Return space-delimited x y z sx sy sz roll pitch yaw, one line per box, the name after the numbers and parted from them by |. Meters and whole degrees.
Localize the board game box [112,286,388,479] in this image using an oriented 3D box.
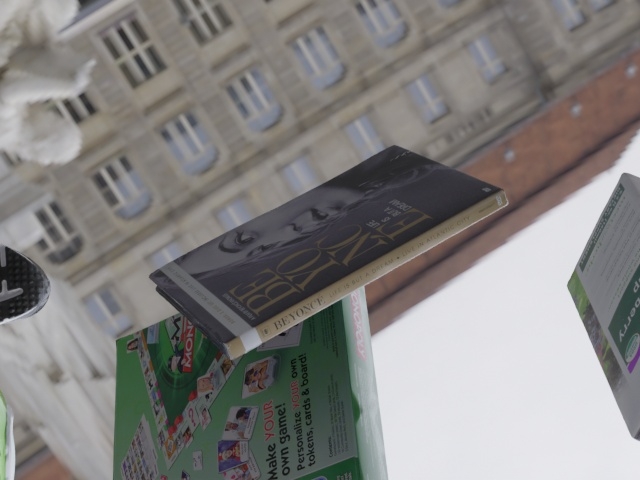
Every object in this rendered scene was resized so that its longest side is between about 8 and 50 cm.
-0.055 0.172 0.969 0.213 0.046 0.317 -25 -132 23 | board game box

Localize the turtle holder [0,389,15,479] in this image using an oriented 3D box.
-0.434 0.224 1.306 0.320 0.227 0.243 -19 180 31 | turtle holder

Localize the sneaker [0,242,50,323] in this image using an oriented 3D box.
-0.167 0.019 0.596 0.109 0.040 0.044 1 172 17 | sneaker

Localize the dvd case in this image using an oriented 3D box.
0.000 0.000 0.957 0.221 0.018 0.164 -29 -155 -15 | dvd case

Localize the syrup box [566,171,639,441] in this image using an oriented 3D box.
0.228 0.045 0.820 0.237 0.096 0.093 -83 -165 -71 | syrup box
